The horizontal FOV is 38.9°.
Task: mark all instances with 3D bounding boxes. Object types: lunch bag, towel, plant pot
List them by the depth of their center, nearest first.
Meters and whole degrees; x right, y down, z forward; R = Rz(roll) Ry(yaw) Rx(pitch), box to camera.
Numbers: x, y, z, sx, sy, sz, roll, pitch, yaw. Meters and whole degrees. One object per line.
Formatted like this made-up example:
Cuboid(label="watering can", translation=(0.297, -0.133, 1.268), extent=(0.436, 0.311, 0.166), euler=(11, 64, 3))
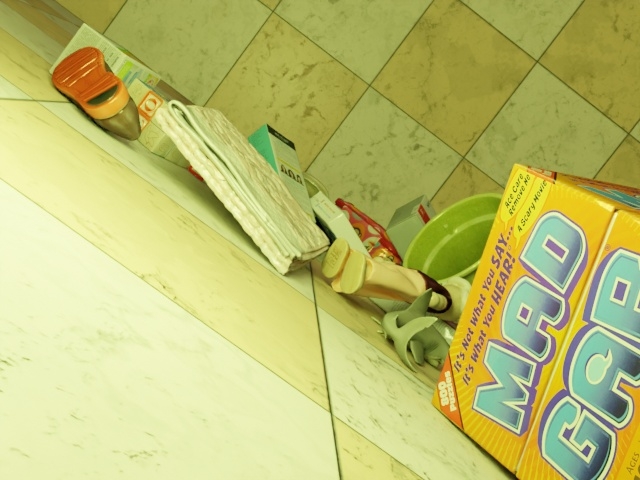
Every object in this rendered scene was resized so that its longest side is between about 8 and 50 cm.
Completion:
Cuboid(label="towel", translation=(-0.118, -0.096, 1.524), extent=(0.331, 0.053, 0.317), euler=(51, 9, 2))
Cuboid(label="plant pot", translation=(0.365, 0.079, 1.988), extent=(0.254, 0.276, 0.276), euler=(49, 0, -24))
Cuboid(label="lunch bag", translation=(0.146, 0.034, 2.319), extent=(0.258, 0.120, 0.293), euler=(37, 6, -45))

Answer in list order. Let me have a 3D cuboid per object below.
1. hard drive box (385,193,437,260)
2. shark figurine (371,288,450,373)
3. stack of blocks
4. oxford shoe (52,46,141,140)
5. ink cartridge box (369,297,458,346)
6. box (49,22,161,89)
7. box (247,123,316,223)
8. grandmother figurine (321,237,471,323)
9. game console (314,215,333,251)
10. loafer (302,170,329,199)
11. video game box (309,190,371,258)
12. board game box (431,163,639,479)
Cuboid(label="hard drive box", translation=(0.261, 0.028, 2.175), extent=(0.232, 0.089, 0.181), euler=(58, 21, -10))
Cuboid(label="shark figurine", translation=(0.154, 0.131, 1.502), extent=(0.166, 0.116, 0.278), euler=(38, 3, 23))
Cuboid(label="stack of blocks", translation=(-0.249, -0.189, 1.760), extent=(0.171, 0.087, 0.297), euler=(40, 6, 24))
Cuboid(label="oxford shoe", translation=(-0.375, -0.244, 1.522), extent=(0.271, 0.097, 0.098), euler=(49, -7, 48))
Cuboid(label="ink cartridge box", translation=(0.287, 0.212, 1.907), extent=(0.330, 0.071, 0.324), euler=(38, 5, 24))
Cuboid(label="box", translation=(-0.401, -0.314, 1.717), extent=(0.103, 0.114, 0.203), euler=(38, 4, 8))
Cuboid(label="box", translation=(-0.086, -0.133, 1.970), extent=(0.101, 0.060, 0.244), euler=(32, 32, -44))
Cuboid(label="grandmother figurine", translation=(0.162, 0.086, 1.681), extent=(0.343, 0.104, 0.208), euler=(20, 20, -35))
Cuboid(label="game console", translation=(0.000, 0.000, 2.174), extent=(0.122, 0.071, 0.107), euler=(38, 35, 20))
Cuboid(label="loafer", translation=(-0.110, -0.131, 2.155), extent=(0.269, 0.101, 0.092), euler=(23, 23, 1))
Cuboid(label="video game box", translation=(0.057, 0.006, 1.956), extent=(0.205, 0.048, 0.187), euler=(57, -1, -22))
Cuboid(label="board game box", translation=(0.430, 0.142, 1.166), extent=(0.357, 0.356, 0.356), euler=(6, 18, -35))
